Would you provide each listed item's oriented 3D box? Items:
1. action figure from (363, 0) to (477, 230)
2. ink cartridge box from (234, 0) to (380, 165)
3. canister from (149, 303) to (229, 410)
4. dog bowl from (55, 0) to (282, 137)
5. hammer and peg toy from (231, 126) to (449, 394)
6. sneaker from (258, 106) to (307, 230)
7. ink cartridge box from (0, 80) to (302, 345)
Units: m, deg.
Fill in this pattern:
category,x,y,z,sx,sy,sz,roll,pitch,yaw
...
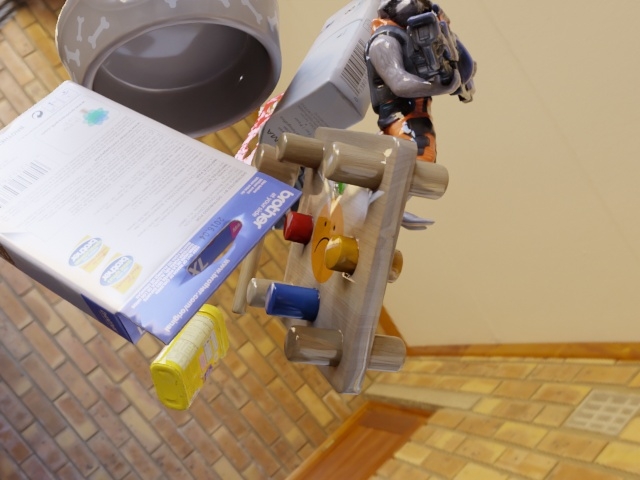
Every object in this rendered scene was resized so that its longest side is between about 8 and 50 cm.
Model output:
category,x,y,z,sx,sy,sz,roll,pitch,yaw
action figure,0.102,-0.183,0.829,0.178,0.331,0.341,1,-1,20
ink cartridge box,-0.045,-0.262,1.132,0.384,0.308,0.091,-20,-54,41
canister,-0.246,0.220,1.209,0.073,0.170,0.126,6,-56,17
dog bowl,-0.218,-0.276,0.986,0.349,0.348,0.102,104,-29,-67
hammer and peg toy,0.000,0.000,0.759,0.361,0.127,0.266,-149,-110,-68
sneaker,-0.083,-0.169,1.515,0.126,0.127,0.321,-94,-178,-52
ink cartridge box,-0.190,-0.031,0.589,0.311,0.186,0.065,25,-33,24
